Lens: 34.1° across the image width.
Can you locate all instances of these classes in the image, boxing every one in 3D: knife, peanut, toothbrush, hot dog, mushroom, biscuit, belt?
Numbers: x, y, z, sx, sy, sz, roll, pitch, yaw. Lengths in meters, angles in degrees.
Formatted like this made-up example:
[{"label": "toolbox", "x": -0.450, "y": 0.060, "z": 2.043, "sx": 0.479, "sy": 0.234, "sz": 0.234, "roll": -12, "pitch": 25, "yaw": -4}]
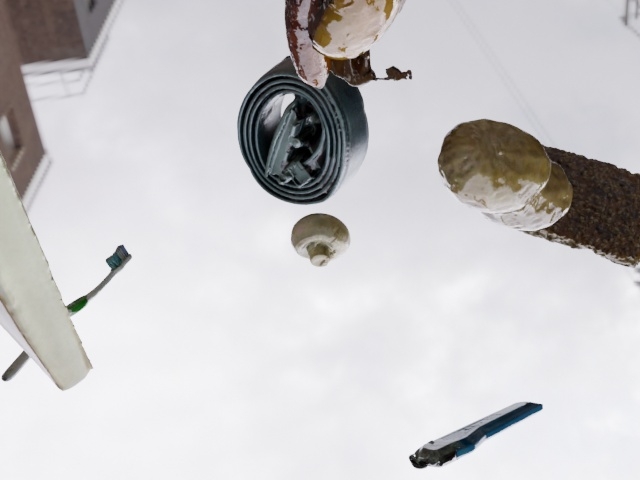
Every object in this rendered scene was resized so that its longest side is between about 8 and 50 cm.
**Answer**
[{"label": "knife", "x": 0.169, "y": 0.200, "z": 1.082, "sx": 0.044, "sy": 0.026, "sz": 0.296, "roll": -14, "pitch": 175, "yaw": 33}, {"label": "peanut", "x": 0.172, "y": -0.057, "z": 0.942, "sx": 0.089, "sy": 0.089, "sz": 0.193, "roll": 16, "pitch": 179, "yaw": 32}, {"label": "toothbrush", "x": -0.358, "y": 0.102, "z": 1.497, "sx": 0.030, "sy": 0.030, "sz": 0.304, "roll": 9, "pitch": -141, "yaw": 23}, {"label": "hot dog", "x": 0.020, "y": -0.269, "z": 1.176, "sx": 0.107, "sy": 0.326, "sz": 0.194, "roll": -21, "pitch": -120, "yaw": -23}, {"label": "mushroom", "x": 0.000, "y": 0.000, "z": 1.418, "sx": 0.083, "sy": 0.083, "sz": 0.067, "roll": -2, "pitch": -126, "yaw": 8}, {"label": "biscuit", "x": 0.286, "y": -0.053, "z": 1.231, "sx": 0.237, "sy": 0.026, "sz": 0.131, "roll": 21, "pitch": -124, "yaw": 29}, {"label": "belt", "x": -0.029, "y": -0.184, "z": 1.676, "sx": 0.206, "sy": 0.267, "sz": 0.116, "roll": 24, "pitch": -140, "yaw": 19}]

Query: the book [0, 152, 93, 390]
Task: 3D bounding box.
[{"label": "book", "x": -0.269, "y": -0.105, "z": 0.565, "sx": 0.032, "sy": 0.269, "sz": 0.389, "roll": -36, "pitch": -127, "yaw": -24}]
